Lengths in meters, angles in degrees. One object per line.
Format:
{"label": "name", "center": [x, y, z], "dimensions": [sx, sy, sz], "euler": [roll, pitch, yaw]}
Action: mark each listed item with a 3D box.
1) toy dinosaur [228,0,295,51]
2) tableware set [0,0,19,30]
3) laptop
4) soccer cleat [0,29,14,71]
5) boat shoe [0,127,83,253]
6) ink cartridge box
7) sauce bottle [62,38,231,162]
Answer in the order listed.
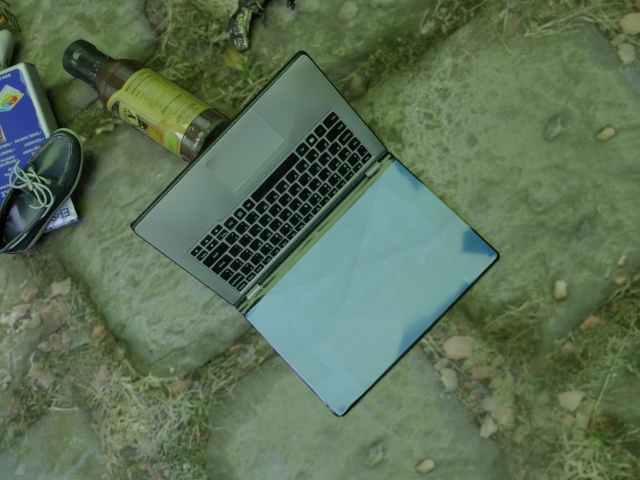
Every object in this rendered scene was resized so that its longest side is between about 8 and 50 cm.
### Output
{"label": "toy dinosaur", "center": [-0.085, -0.473, 1.415], "dimensions": [0.118, 0.064, 0.268], "euler": [16, 81, 22]}
{"label": "tableware set", "center": [-0.652, -0.482, 1.520], "dimensions": [0.024, 0.104, 0.154], "euler": [-30, 74, 8]}
{"label": "laptop", "center": [0.000, 0.000, 1.226], "dimensions": [0.382, 0.408, 0.236], "euler": [-46, 40, 1]}
{"label": "soccer cleat", "center": [-0.636, -0.313, 1.510], "dimensions": [0.076, 0.068, 0.196], "euler": [28, 93, 8]}
{"label": "boat shoe", "center": [-0.511, -0.086, 1.377], "dimensions": [0.095, 0.079, 0.255], "euler": [37, 99, 0]}
{"label": "ink cartridge box", "center": [-0.627, -0.139, 1.460], "dimensions": [0.303, 0.072, 0.307], "euler": [-18, 95, 9]}
{"label": "sauce bottle", "center": [-0.320, -0.257, 1.404], "dimensions": [0.344, 0.111, 0.111], "euler": [33, 88, 18]}
